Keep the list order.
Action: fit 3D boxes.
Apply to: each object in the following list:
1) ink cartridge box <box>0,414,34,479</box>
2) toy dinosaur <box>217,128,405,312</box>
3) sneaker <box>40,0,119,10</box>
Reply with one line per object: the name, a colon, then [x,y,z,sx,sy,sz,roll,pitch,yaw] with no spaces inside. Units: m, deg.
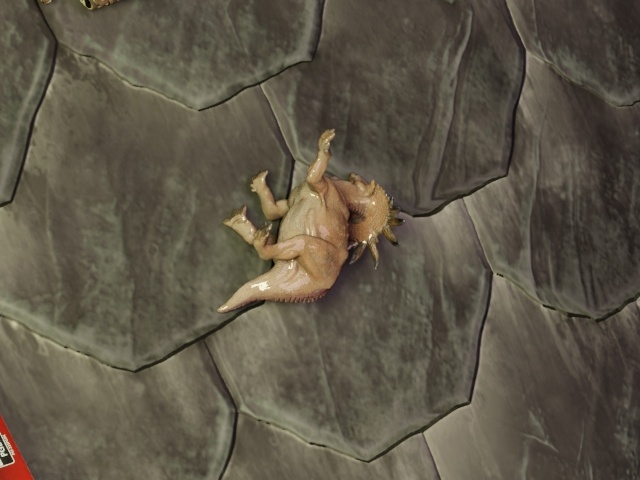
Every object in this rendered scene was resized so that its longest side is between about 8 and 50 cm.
ink cartridge box: [-0.432,0.239,1.583,0.272,0.130,0.309,-18,71,-40]
toy dinosaur: [0.000,0.000,2.096,0.200,0.127,0.295,45,60,-27]
sneaker: [-0.262,-0.311,2.024,0.188,0.066,0.071,3,92,-32]
